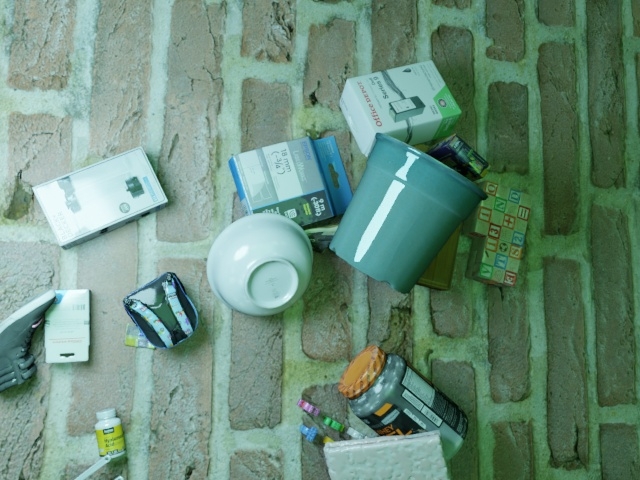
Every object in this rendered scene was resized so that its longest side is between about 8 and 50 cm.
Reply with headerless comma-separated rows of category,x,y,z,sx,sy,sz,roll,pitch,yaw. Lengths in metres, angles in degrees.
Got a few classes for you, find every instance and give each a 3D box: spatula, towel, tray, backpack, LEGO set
spatula,-0.579,0.648,1.508,0.242,0.019,0.168,-37,92,2
towel,-0.475,0.253,1.616,0.083,0.009,0.060,12,80,-15
towel,0.194,0.664,1.637,0.317,0.053,0.331,-11,108,10
tray,0.326,-0.070,1.850,0.203,0.076,0.410,15,81,-14
backpack,-0.407,0.187,1.587,0.158,0.117,0.173,-33,93,-17
LEGO set,0.029,0.536,1.690,0.227,0.093,0.087,31,77,-11

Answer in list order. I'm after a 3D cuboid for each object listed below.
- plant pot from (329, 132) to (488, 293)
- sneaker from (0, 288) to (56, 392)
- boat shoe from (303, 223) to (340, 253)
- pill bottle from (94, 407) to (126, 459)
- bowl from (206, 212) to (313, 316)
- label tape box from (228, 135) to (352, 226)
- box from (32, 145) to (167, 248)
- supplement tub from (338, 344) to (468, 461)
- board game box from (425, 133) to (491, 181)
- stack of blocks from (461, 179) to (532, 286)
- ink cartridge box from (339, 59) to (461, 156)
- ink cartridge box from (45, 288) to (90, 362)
plant pot,0.211,-0.060,1.639,0.341,0.341,0.334,30,95,-11
sneaker,-0.717,0.249,1.480,0.296,0.104,0.147,-40,101,5
boat shoe,0.000,0.000,1.744,0.224,0.080,0.073,-12,83,-21
pill bottle,-0.534,0.488,1.546,0.065,0.065,0.116,-10,87,-17
bowl,-0.143,0.087,1.605,0.298,0.134,0.297,-7,113,-16
label tape box,-0.064,-0.161,1.729,0.334,0.106,0.240,-18,90,-17
box,-0.565,-0.110,1.586,0.290,0.087,0.169,-24,91,-17
supplement tub,0.226,0.458,1.697,0.338,0.207,0.207,41,75,-8
board game box,0.388,-0.226,1.758,0.141,0.170,0.048,39,77,-8
stack of blocks,0.536,-0.018,1.897,0.171,0.087,0.297,16,80,-14
ink cartridge box,0.231,-0.390,1.800,0.289,0.121,0.211,-17,69,-17
ink cartridge box,-0.638,0.215,1.546,0.104,0.060,0.180,0,84,-17
